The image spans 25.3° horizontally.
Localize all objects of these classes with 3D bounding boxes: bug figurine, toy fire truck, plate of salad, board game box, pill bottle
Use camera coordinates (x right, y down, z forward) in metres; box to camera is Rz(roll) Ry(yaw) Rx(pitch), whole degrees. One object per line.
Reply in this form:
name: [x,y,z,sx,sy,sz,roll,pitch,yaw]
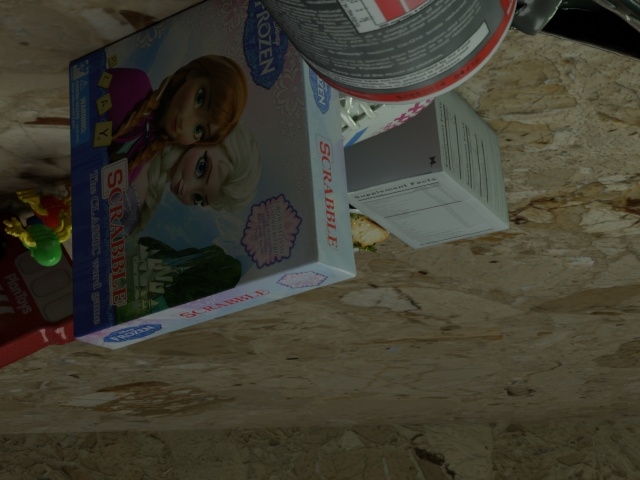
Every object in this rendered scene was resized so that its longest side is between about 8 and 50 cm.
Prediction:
bug figurine: [-0.418,-0.006,1.784,0.279,0.072,0.216,-9,-159,-19]
toy fire truck: [-0.445,0.067,1.882,0.253,0.302,0.169,-24,131,-13]
plate of salad: [0.000,0.000,1.979,0.199,0.048,0.200,-5,161,-2]
board game box: [-0.121,-0.080,1.442,0.318,0.319,0.066,-19,156,32]
pill bottle: [0.024,-0.264,1.111,0.210,0.210,0.363,-10,161,15]

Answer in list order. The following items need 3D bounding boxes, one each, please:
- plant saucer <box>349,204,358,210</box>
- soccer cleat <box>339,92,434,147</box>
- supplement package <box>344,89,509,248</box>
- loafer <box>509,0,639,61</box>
plant saucer: [-0.096,-0.042,1.971,0.317,0.044,0.317,-5,161,-2]
soccer cleat: [0.010,-0.131,1.493,0.331,0.116,0.143,-29,-163,23]
supplement package: [0.124,-0.094,1.734,0.139,0.134,0.244,-13,160,22]
loafer: [0.226,-0.230,1.358,0.267,0.084,0.096,5,157,-26]
